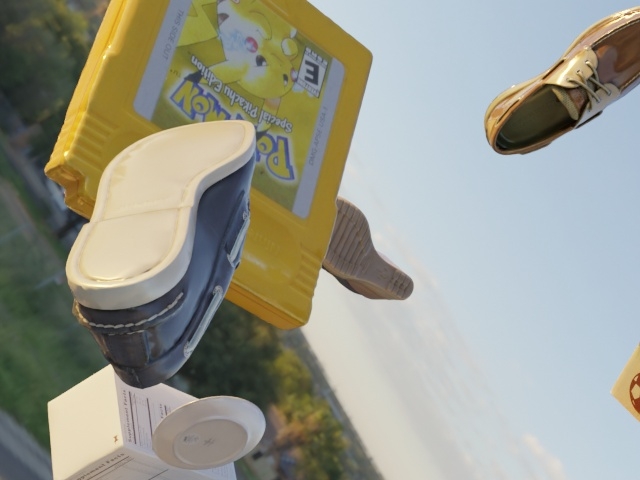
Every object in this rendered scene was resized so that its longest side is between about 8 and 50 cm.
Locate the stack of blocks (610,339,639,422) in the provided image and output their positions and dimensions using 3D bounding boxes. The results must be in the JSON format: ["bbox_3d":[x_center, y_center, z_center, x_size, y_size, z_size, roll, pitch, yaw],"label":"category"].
[{"bbox_3d":[0.346,0.043,0.717,0.087,0.297,0.171,47,-50,39],"label":"stack of blocks"}]

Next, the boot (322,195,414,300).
[{"bbox_3d":[0.000,0.000,1.550,0.248,0.090,0.207,42,-14,-36],"label":"boot"}]

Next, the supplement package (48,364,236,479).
[{"bbox_3d":[-0.255,0.296,1.600,0.244,0.139,0.134,35,31,-47],"label":"supplement package"}]

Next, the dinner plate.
[{"bbox_3d":[-0.135,0.241,1.352,0.017,0.141,0.141,-109,175,-46],"label":"dinner plate"}]

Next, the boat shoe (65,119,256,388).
[{"bbox_3d":[-0.073,-0.003,0.559,0.206,0.075,0.065,-75,157,-61],"label":"boat shoe"}]

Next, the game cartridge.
[{"bbox_3d":[-0.086,-0.118,1.041,0.285,0.052,0.324,32,56,-32],"label":"game cartridge"}]

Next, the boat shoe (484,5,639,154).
[{"bbox_3d":[0.391,-0.226,1.688,0.122,0.324,0.120,47,26,-12],"label":"boat shoe"}]
